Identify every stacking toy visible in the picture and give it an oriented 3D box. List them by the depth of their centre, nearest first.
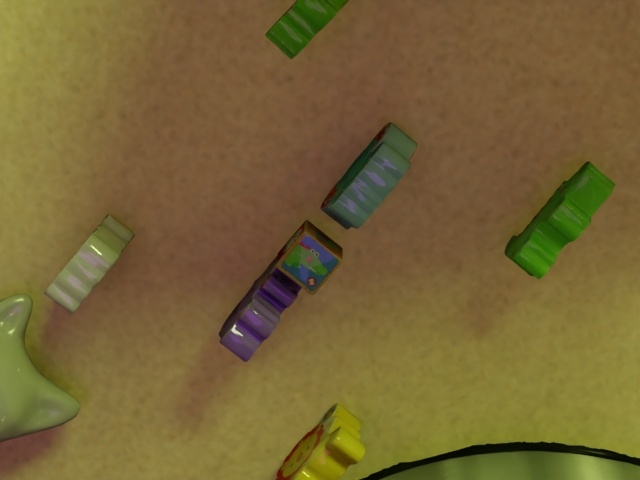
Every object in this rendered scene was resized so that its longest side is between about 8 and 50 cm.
[{"bbox_3d":[0.000,0.000,0.587,0.167,0.052,0.221,40,102,-9],"label":"stacking toy"}]

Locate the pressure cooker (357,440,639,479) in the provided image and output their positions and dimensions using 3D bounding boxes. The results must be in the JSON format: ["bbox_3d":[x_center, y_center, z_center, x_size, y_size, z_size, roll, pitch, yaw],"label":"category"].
[{"bbox_3d":[0.092,0.318,0.472,0.370,0.420,0.375,41,104,-6],"label":"pressure cooker"}]

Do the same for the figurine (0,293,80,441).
[{"bbox_3d":[-0.208,0.144,0.628,0.209,0.092,0.214,-16,103,0],"label":"figurine"}]
